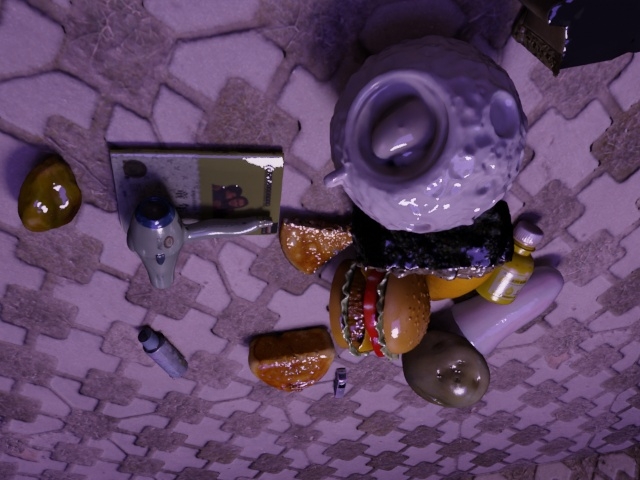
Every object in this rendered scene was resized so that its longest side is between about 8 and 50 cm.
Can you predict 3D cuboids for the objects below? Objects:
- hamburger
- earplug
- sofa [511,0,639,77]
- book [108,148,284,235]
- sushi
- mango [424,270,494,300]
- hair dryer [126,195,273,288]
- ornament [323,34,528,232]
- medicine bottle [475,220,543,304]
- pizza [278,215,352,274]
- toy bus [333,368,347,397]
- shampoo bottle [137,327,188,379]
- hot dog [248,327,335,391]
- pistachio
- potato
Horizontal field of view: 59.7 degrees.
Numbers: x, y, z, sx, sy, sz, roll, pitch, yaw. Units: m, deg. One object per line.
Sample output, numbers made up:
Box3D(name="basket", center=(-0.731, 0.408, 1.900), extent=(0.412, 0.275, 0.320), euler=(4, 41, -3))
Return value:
Box3D(name="hamburger", center=(0.161, 0.161, 1.375), extent=(0.212, 0.274, 0.274), euler=(1, 144, 24))
Box3D(name="earplug", center=(0.544, 0.173, 1.575), extent=(0.301, 0.172, 0.172), euler=(-39, 131, 20))
Box3D(name="sofa", center=(0.452, -0.393, 0.890), extent=(0.259, 0.200, 0.182), euler=(-10, 128, 2))
Box3D(name="book", center=(-0.260, -0.098, 1.197), extent=(0.353, 0.035, 0.239), euler=(0, 138, -9))
Box3D(name="sushi", center=(0.229, -0.008, 1.193), extent=(0.350, 0.170, 0.211), euler=(2, -178, 26))
Box3D(name="mango", center=(0.350, 0.037, 1.386), extent=(0.187, 0.143, 0.359), euler=(2, 143, -5))
Box3D(name="hair dryer", center=(-0.294, 0.021, 1.244), extent=(0.298, 0.118, 0.296), euler=(6, 145, -33))
Box3D(name="ornament", center=(0.186, -0.179, 0.976), extent=(0.337, 0.337, 0.337), euler=(-5, 139, -5))
Box3D(name="medicine bottle", center=(0.494, 0.053, 1.443), extent=(0.122, 0.121, 0.212), euler=(9, 123, -20))
Box3D(name="pizza", center=(0.000, 0.000, 1.341), extent=(0.193, 0.053, 0.201), euler=(-9, 136, 0))
Box3D(name="toy bus", center=(0.067, 0.491, 1.911), extent=(0.037, 0.052, 0.130), euler=(0, 138, -7))
Box3D(name="shampoo bottle", center=(-0.457, 0.326, 1.618), extent=(0.072, 0.072, 0.214), euler=(-15, 139, 7))
Box3D(name="hot dog", center=(-0.082, 0.360, 1.670), extent=(0.257, 0.150, 0.153), euler=(-9, 130, -1))
Box3D(name="pistachio", center=(-0.546, -0.077, 1.116), extent=(0.100, 0.110, 0.189), euler=(39, 127, -3))
Box3D(name="potato", center=(0.370, 0.387, 1.696), extent=(0.243, 0.220, 0.326), euler=(26, 170, -9))
